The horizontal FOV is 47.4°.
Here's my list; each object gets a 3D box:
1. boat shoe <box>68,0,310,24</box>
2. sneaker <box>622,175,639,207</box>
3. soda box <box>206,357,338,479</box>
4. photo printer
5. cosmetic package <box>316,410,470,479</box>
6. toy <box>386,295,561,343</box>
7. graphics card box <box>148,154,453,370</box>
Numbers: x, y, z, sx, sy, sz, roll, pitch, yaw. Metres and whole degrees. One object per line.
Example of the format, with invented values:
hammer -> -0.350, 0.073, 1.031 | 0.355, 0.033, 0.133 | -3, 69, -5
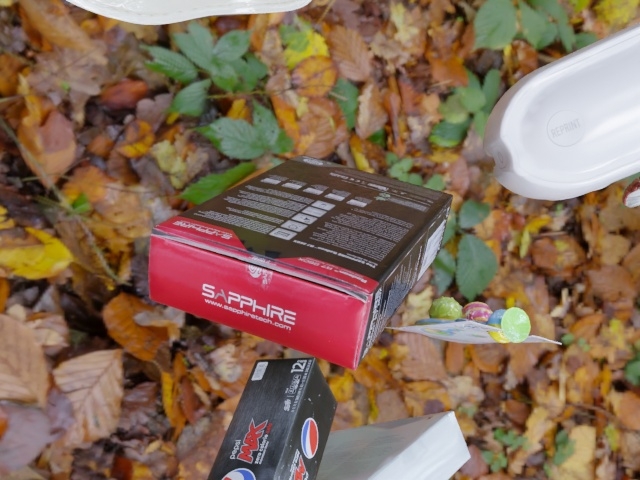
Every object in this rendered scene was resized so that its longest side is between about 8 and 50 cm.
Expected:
boat shoe -> -0.165, -0.313, 0.848 | 0.324, 0.097, 0.116 | -8, 110, -24
sneaker -> 0.542, -0.064, 1.014 | 0.088, 0.225, 0.092 | -39, 122, -62
soda box -> -0.039, 0.164, 0.514 | 0.169, 0.053, 0.060 | -68, 144, -46
photo printer -> 0.285, -0.126, 0.600 | 0.107, 0.308, 0.256 | 67, 19, 0
cosmetic package -> 0.019, 0.404, 1.225 | 0.284, 0.377, 0.097 | -22, 90, -50
toy -> 0.195, 0.106, 0.982 | 0.137, 0.237, 0.056 | 14, 81, -20
graphics card box -> 0.000, 0.000, 0.848 | 0.371, 0.233, 0.094 | -42, 144, -62
